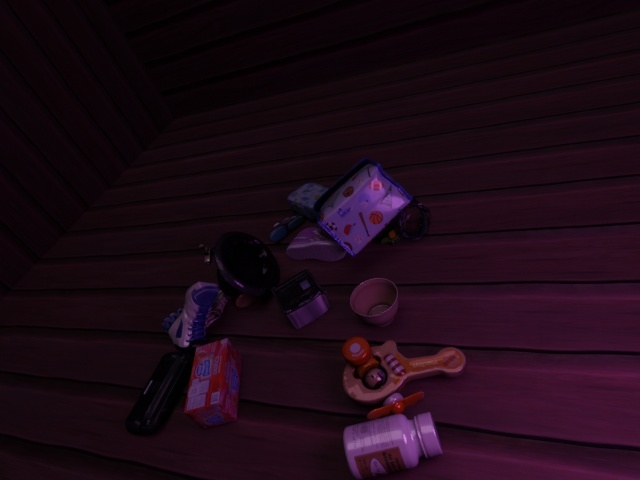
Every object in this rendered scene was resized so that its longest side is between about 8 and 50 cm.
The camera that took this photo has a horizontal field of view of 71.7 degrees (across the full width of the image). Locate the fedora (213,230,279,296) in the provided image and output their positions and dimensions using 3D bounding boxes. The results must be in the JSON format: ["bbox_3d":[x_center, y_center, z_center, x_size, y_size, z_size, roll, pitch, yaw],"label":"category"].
[{"bbox_3d":[-0.327,0.122,1.827,0.152,0.334,0.334,-46,28,30],"label":"fedora"}]

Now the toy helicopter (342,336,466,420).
[{"bbox_3d":[0.236,0.385,1.258,0.355,0.140,0.234,-14,41,11],"label":"toy helicopter"}]

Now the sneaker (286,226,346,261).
[{"bbox_3d":[-0.001,-0.001,1.869,0.282,0.102,0.161,2,43,31],"label":"sneaker"}]

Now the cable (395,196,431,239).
[{"bbox_3d":[0.360,-0.087,1.735,0.184,0.150,0.047,-52,16,-29],"label":"cable"}]

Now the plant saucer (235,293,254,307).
[{"bbox_3d":[-0.307,0.246,1.817,0.084,0.015,0.083,-15,38,12],"label":"plant saucer"}]

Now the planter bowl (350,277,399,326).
[{"bbox_3d":[0.192,0.221,1.491,0.162,0.109,0.162,-15,40,13],"label":"planter bowl"}]

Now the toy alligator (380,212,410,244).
[{"bbox_3d":[0.316,-0.035,1.774,0.190,0.056,0.051,-41,82,-21],"label":"toy alligator"}]

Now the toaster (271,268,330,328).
[{"bbox_3d":[-0.068,0.216,1.641,0.168,0.110,0.185,-32,38,-8],"label":"toaster"}]

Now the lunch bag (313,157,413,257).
[{"bbox_3d":[0.151,-0.153,1.787,0.328,0.239,0.385,-43,9,9],"label":"lunch bag"}]

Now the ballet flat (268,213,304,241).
[{"bbox_3d":[-0.168,-0.064,2.060,0.203,0.074,0.074,-35,38,-22],"label":"ballet flat"}]

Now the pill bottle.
[{"bbox_3d":[0.184,0.518,1.131,0.230,0.131,0.131,-18,38,9],"label":"pill bottle"}]

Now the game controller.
[{"bbox_3d":[-0.576,0.539,1.601,0.167,0.067,0.319,-17,36,35],"label":"game controller"}]

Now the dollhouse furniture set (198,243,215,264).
[{"bbox_3d":[-0.506,0.061,2.103,0.115,0.091,0.081,-14,54,9],"label":"dollhouse furniture set"}]

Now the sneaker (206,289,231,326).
[{"bbox_3d":[-0.417,0.277,1.806,0.192,0.064,0.086,-43,41,-12],"label":"sneaker"}]

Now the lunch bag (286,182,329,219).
[{"bbox_3d":[-0.039,-0.193,2.117,0.176,0.090,0.219,-40,39,-22],"label":"lunch bag"}]

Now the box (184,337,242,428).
[{"bbox_3d":[-0.352,0.475,1.486,0.128,0.122,0.256,-18,38,9],"label":"box"}]

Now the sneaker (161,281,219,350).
[{"bbox_3d":[-0.475,0.316,1.701,0.315,0.128,0.182,-48,57,22],"label":"sneaker"}]
